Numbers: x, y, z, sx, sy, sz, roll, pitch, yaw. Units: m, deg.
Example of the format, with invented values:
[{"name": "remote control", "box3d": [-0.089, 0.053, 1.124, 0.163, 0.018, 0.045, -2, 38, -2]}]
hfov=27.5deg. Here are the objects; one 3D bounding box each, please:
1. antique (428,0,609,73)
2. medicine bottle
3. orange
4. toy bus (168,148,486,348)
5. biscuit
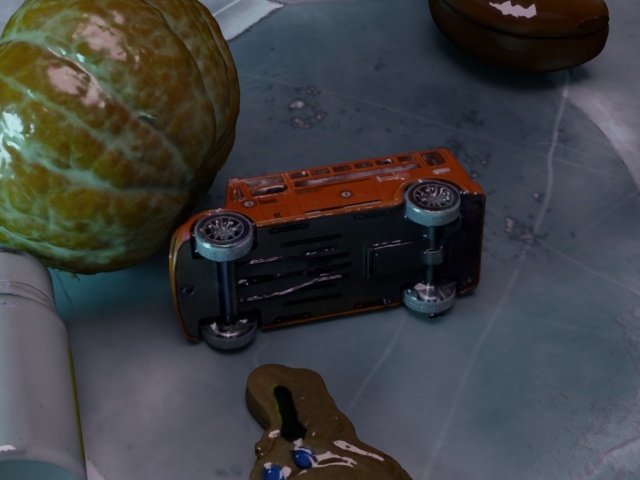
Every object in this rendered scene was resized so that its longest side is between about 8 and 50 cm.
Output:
[{"name": "antique", "box3d": [0.249, -0.318, 1.691, 0.223, 0.129, 0.278, -29, 54, -26]}, {"name": "medicine bottle", "box3d": [-0.301, 0.137, 1.223, 0.143, 0.143, 0.258, -9, 49, -11]}, {"name": "orange", "box3d": [-0.220, -0.120, 1.347, 0.249, 0.329, 0.329, 35, 52, 2]}, {"name": "toy bus", "box3d": [0.000, 0.000, 1.376, 0.329, 0.143, 0.153, -10, 38, -11]}, {"name": "biscuit", "box3d": [-0.001, 0.239, 1.213, 0.183, 0.047, 0.320, -4, 46, -11]}]
